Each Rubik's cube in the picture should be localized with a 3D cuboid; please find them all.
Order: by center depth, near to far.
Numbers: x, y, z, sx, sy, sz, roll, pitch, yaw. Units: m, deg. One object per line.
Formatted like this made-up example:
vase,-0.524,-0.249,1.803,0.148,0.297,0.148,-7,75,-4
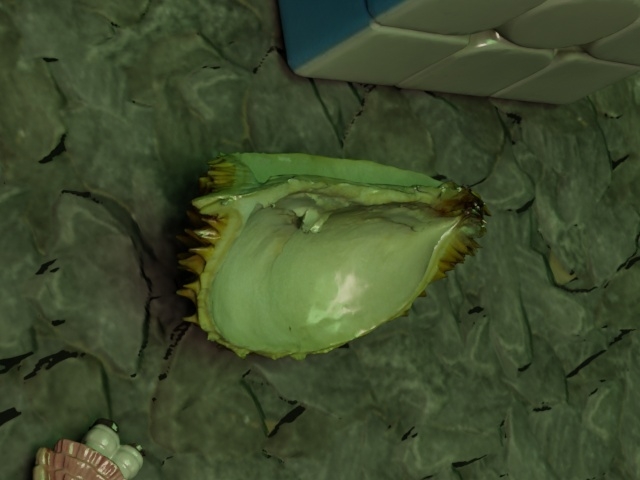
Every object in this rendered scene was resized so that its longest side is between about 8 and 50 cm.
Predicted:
Rubik's cube,0.148,-0.282,0.996,0.291,0.290,0.291,3,72,-37

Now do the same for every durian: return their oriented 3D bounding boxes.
durian,0.000,0.000,0.884,0.252,0.139,0.144,9,74,-37

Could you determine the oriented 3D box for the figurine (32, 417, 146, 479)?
figurine,-0.146,0.147,0.774,0.072,0.054,0.129,45,51,-8
